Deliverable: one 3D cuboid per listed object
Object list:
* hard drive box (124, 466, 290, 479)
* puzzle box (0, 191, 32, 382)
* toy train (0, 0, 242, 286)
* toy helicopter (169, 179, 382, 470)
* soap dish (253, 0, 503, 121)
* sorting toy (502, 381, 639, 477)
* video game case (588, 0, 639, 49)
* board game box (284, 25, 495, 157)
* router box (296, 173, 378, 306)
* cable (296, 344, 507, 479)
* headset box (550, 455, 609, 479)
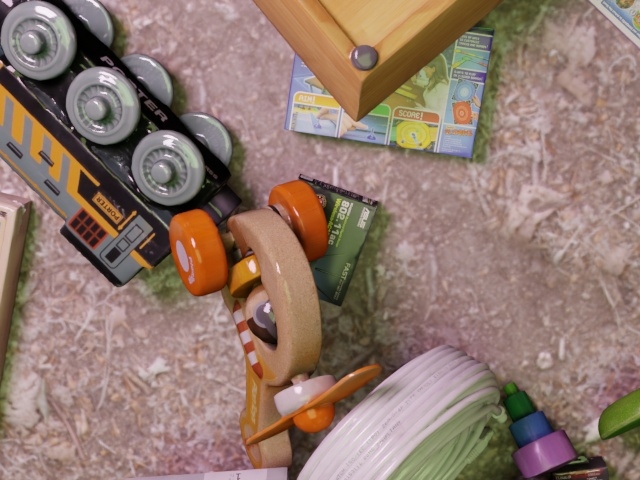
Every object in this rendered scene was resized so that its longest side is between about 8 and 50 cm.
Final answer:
[{"bbox_3d":[-0.107,0.359,1.095,0.181,0.089,0.232,-5,131,5],"label":"hard drive box"},{"bbox_3d":[-0.547,0.037,1.124,0.409,0.052,0.272,13,102,1],"label":"puzzle box"},{"bbox_3d":[-0.239,-0.109,1.035,0.334,0.142,0.190,45,111,-6],"label":"toy train"},{"bbox_3d":[-0.041,0.131,1.013,0.140,0.235,0.355,-18,137,-23],"label":"toy helicopter"},{"bbox_3d":[0.072,-0.293,0.955,0.291,0.118,0.229,-40,91,4],"label":"soap dish"},{"bbox_3d":[0.354,0.123,1.076,0.365,0.127,0.126,-30,69,12],"label":"sorting toy"},{"bbox_3d":[0.348,-0.263,1.022,0.087,0.011,0.122,41,101,-6],"label":"video game case"},{"bbox_3d":[0.071,-0.169,1.048,0.201,0.035,0.136,9,103,2],"label":"board game box"},{"bbox_3d":[0.000,0.000,1.087,0.092,0.038,0.122,19,103,-1],"label":"router box"},{"bbox_3d":[0.079,0.216,1.019,0.257,0.257,0.089,-43,67,-12],"label":"cable"},{"bbox_3d":[0.295,0.284,1.132,0.062,0.032,0.083,-9,100,6],"label":"headset box"}]
